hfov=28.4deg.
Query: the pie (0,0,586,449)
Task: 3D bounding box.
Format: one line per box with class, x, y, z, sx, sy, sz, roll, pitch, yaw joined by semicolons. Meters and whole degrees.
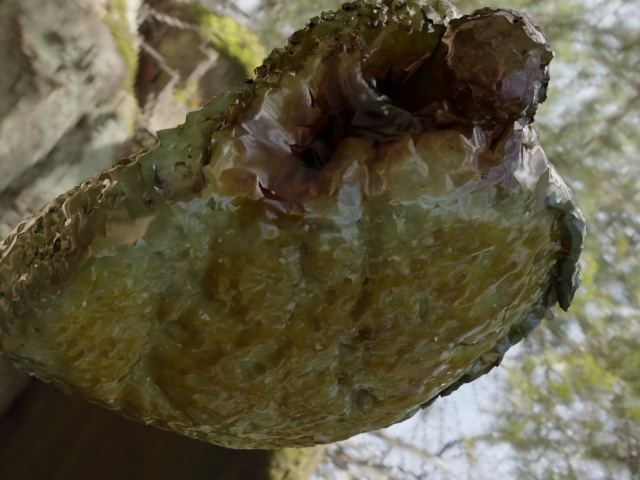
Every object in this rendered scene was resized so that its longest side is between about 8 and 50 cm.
pie;-0.017;0.017;0.926;0.418;0.395;0.180;-27;-125;1
